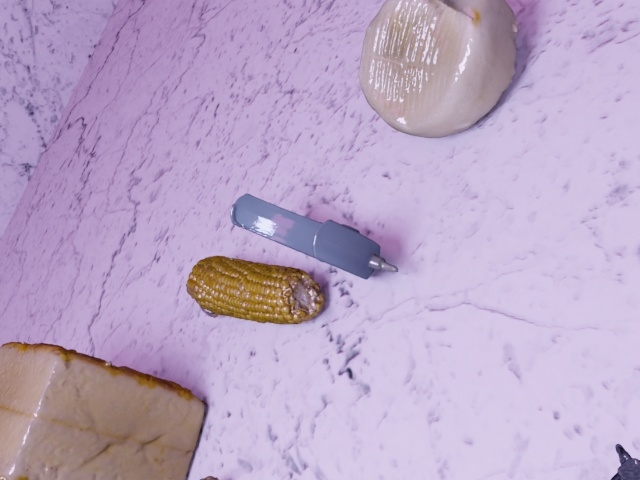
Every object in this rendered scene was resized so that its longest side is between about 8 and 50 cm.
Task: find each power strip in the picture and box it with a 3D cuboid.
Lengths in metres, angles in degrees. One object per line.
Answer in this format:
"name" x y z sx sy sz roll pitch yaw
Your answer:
"power strip" 0.000 0.000 0.900 0.253 0.167 0.054 20 88 49

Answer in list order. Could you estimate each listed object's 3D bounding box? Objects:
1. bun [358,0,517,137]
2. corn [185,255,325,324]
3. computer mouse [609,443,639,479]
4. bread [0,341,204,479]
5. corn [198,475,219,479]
"bun" 0.166 -0.255 0.917 0.229 0.145 0.230 13 109 43
"corn" -0.111 0.078 1.031 0.293 0.106 0.106 4 69 51
"computer mouse" 0.280 0.256 0.491 0.113 0.068 0.229 -35 33 18
"bread" -0.366 0.289 1.032 0.279 0.279 0.207 -11 57 48
"corn" -0.240 0.449 0.937 0.320 0.097 0.097 -46 39 14
